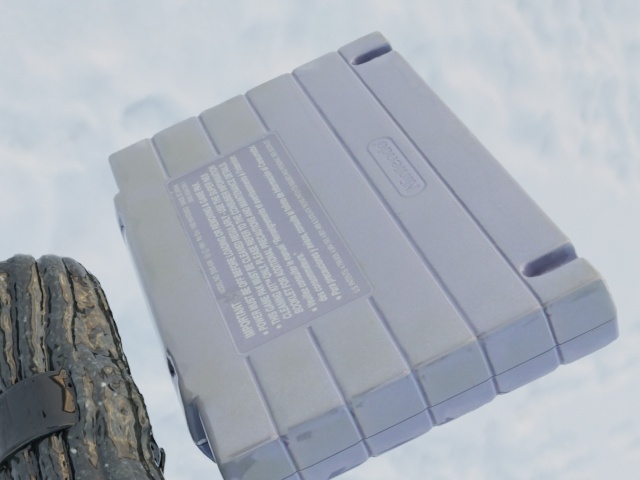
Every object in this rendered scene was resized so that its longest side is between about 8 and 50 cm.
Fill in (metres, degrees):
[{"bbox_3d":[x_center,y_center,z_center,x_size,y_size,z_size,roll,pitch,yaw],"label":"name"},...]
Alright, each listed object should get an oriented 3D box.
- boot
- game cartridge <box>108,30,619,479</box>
[{"bbox_3d":[-0.180,0.206,0.718,0.131,0.260,0.348,17,118,-49],"label":"boot"},{"bbox_3d":[0.000,0.000,0.817,0.230,0.355,0.068,-29,125,-1],"label":"game cartridge"}]
